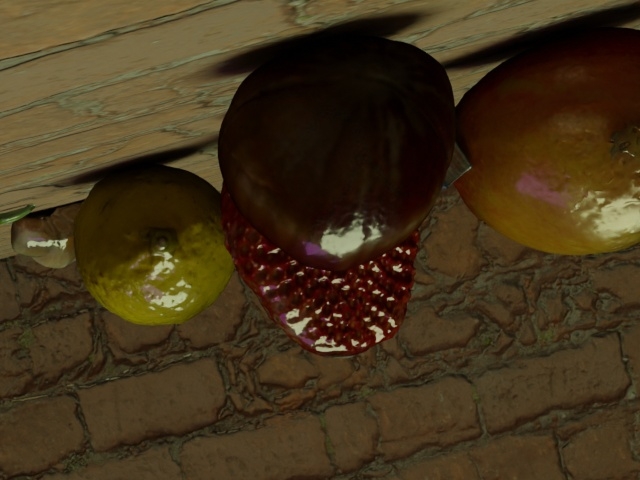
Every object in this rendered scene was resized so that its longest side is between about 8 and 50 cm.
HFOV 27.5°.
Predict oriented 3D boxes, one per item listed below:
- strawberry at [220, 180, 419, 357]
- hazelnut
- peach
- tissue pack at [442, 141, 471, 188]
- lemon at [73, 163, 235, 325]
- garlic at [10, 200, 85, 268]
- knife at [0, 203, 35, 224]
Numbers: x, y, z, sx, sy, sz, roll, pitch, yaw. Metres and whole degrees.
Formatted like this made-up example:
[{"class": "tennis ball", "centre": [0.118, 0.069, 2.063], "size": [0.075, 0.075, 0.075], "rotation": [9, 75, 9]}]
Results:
[{"class": "strawberry", "centre": [0.000, 0.000, 1.912], "size": [0.312, 0.351, 0.267], "rotation": [-6, 176, -27]}, {"class": "hazelnut", "centre": [0.024, -0.097, 1.218], "size": [0.229, 0.230, 0.229], "rotation": [-15, 180, 0]}, {"class": "peach", "centre": [0.343, -0.127, 1.738], "size": [0.372, 0.290, 0.372], "rotation": [-20, -174, 2]}, {"class": "tissue pack", "centre": [0.112, -0.135, 1.705], "size": [0.065, 0.155, 0.115], "rotation": [-41, -169, -22]}, {"class": "lemon", "centre": [-0.249, 0.007, 1.969], "size": [0.253, 0.254, 0.310], "rotation": [-15, -175, -6]}, {"class": "garlic", "centre": [-0.474, -0.010, 2.462], "size": [0.217, 0.110, 0.228], "rotation": [-19, -179, -14]}, {"class": "knife", "centre": [-0.555, -0.028, 2.134], "size": [0.184, 0.022, 0.026], "rotation": [-16, -154, -7]}]
